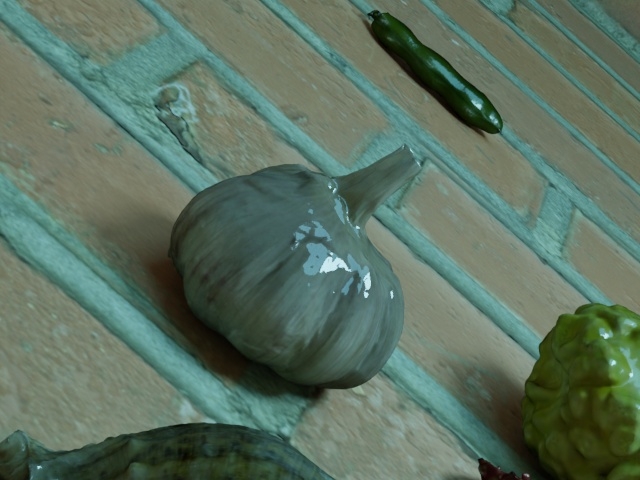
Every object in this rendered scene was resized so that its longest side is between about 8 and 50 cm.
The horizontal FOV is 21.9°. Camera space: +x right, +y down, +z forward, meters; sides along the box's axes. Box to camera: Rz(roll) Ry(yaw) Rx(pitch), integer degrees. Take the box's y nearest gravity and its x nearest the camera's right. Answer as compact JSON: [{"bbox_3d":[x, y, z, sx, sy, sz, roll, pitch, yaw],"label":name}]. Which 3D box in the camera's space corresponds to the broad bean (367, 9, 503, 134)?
[{"bbox_3d":[0.158,-0.232,2.278,0.254,0.046,0.065,43,9,6],"label":"broad bean"}]

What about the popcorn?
[{"bbox_3d":[0.304,0.167,1.599,0.216,0.181,0.235,21,14,-16],"label":"popcorn"}]

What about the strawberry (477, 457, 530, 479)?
[{"bbox_3d":[0.227,0.265,1.463,0.208,0.087,0.167,20,-2,12],"label":"strawberry"}]

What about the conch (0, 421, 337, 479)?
[{"bbox_3d":[-0.058,0.186,1.008,0.291,0.159,0.210,43,23,7],"label":"conch"}]

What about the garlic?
[{"bbox_3d":[0.000,0.000,1.380,0.218,0.212,0.218,38,16,-13],"label":"garlic"}]
